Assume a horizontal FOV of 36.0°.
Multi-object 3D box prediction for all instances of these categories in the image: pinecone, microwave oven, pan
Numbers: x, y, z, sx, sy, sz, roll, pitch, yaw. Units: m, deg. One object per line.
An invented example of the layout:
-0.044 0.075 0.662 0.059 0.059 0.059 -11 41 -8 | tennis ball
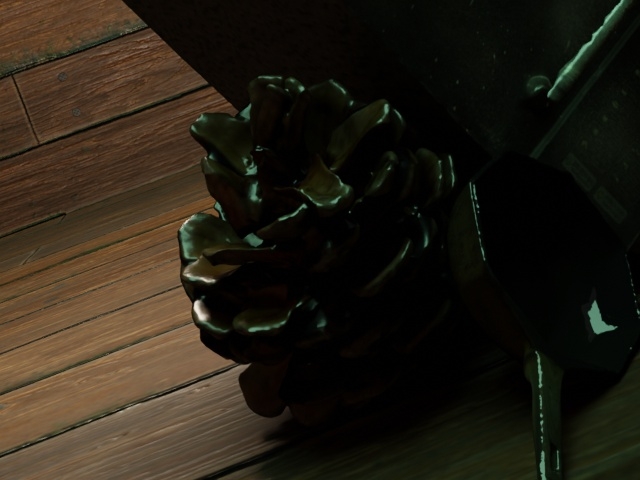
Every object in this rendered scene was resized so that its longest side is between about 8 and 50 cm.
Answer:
0.002 0.005 0.583 0.179 0.184 0.204 -16 -23 8 | pinecone
0.043 -0.202 0.725 0.236 0.432 0.374 -50 14 -13 | microwave oven
0.098 0.033 0.509 0.048 0.128 0.202 -40 -2 39 | pan

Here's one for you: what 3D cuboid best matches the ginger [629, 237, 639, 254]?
0.296 -0.053 0.670 0.205 0.081 0.115 -24 -5 17 | ginger
